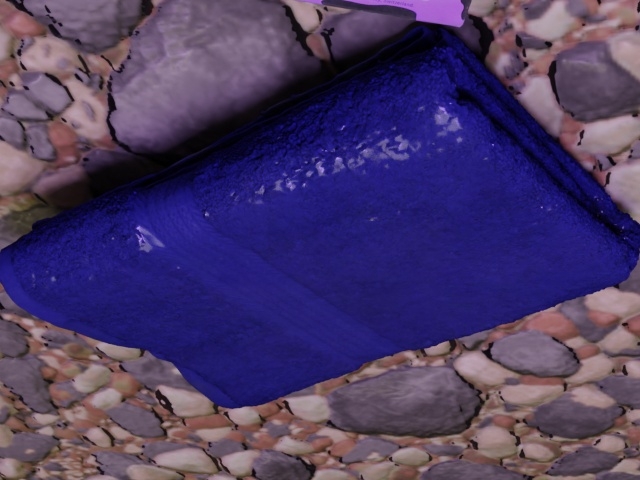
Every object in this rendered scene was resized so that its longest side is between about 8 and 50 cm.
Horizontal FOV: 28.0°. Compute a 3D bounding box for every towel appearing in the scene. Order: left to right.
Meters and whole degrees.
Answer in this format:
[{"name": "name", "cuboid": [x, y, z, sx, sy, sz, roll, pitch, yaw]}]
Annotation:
[{"name": "towel", "cuboid": [0.000, 0.000, 0.735, 0.308, 0.076, 0.228, -21, 145, 31]}]

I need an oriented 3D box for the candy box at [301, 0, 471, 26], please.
[{"name": "candy box", "cuboid": [-0.003, -0.181, 0.473, 0.165, 0.070, 0.196, 9, 145, -5]}]
